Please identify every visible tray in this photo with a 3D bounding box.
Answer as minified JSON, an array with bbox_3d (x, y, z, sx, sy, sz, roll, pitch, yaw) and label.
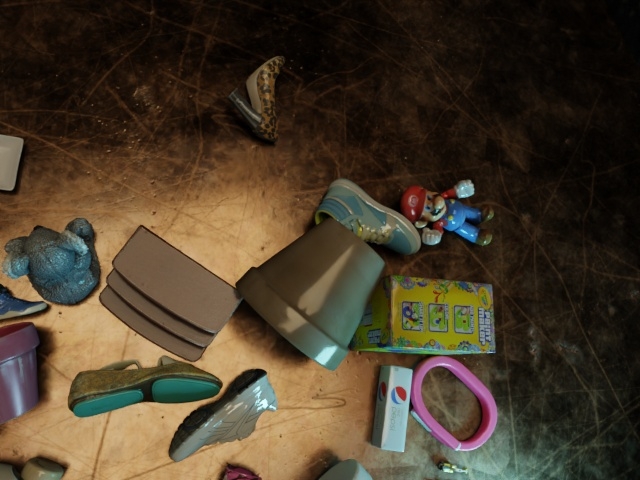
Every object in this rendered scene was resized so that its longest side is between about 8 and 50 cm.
[{"bbox_3d":[-0.892,-0.203,1.232,0.270,0.030,0.145,6,74,-15],"label":"tray"}]

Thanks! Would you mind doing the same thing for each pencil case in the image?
[{"bbox_3d":[-0.222,0.649,1.183,0.098,0.095,0.209,39,62,-42],"label":"pencil case"}]

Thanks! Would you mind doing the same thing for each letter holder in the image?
[{"bbox_3d":[-0.377,0.145,1.233,0.302,0.152,0.214,35,71,-6],"label":"letter holder"}]

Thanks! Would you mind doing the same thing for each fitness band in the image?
[{"bbox_3d":[0.377,0.463,1.426,0.291,0.054,0.209,44,69,-3],"label":"fitness band"}]

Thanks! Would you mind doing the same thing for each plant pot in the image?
[{"bbox_3d":[0.000,0.106,1.223,0.323,0.323,0.280,40,87,-4],"label":"plant pot"},{"bbox_3d":[-0.709,0.295,1.084,0.201,0.201,0.180,-16,96,-19],"label":"plant pot"}]

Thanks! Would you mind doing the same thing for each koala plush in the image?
[{"bbox_3d":[-0.612,0.041,1.150,0.196,0.221,0.203,-22,84,-21],"label":"koala plush"}]

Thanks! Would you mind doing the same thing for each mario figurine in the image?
[{"bbox_3d":[0.390,-0.084,1.500,0.320,0.170,0.198,14,38,-20],"label":"mario figurine"}]

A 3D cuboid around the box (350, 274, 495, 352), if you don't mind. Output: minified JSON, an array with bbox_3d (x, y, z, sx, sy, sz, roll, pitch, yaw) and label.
[{"bbox_3d":[0.258,0.208,1.328,0.279,0.290,0.177,6,75,-14],"label":"box"}]

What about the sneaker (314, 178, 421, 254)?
[{"bbox_3d":[0.120,-0.018,1.406,0.319,0.127,0.208,34,47,3],"label":"sneaker"}]

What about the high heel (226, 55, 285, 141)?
[{"bbox_3d":[-0.142,-0.425,1.496,0.186,0.093,0.261,48,59,-20],"label":"high heel"}]

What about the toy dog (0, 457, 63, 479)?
[{"bbox_3d":[-0.725,0.508,1.031,0.333,0.161,0.220,8,74,-14],"label":"toy dog"}]

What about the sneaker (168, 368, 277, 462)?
[{"bbox_3d":[-0.231,0.449,1.225,0.297,0.111,0.129,-34,104,-15],"label":"sneaker"}]

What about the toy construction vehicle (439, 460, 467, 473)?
[{"bbox_3d":[0.357,0.662,1.379,0.098,0.035,0.086,17,72,-12],"label":"toy construction vehicle"}]

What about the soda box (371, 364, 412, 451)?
[{"bbox_3d":[0.195,0.454,1.363,0.069,0.074,0.216,13,73,-13],"label":"soda box"}]

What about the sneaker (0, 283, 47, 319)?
[{"bbox_3d":[-0.734,0.140,1.176,0.152,0.058,0.085,-11,88,-12],"label":"sneaker"}]

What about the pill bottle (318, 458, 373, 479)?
[{"bbox_3d":[0.145,0.741,1.196,0.224,0.224,0.392,-41,91,-21],"label":"pill bottle"}]

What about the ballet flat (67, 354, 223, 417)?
[{"bbox_3d":[-0.415,0.336,1.202,0.348,0.123,0.123,-4,77,-19],"label":"ballet flat"}]
